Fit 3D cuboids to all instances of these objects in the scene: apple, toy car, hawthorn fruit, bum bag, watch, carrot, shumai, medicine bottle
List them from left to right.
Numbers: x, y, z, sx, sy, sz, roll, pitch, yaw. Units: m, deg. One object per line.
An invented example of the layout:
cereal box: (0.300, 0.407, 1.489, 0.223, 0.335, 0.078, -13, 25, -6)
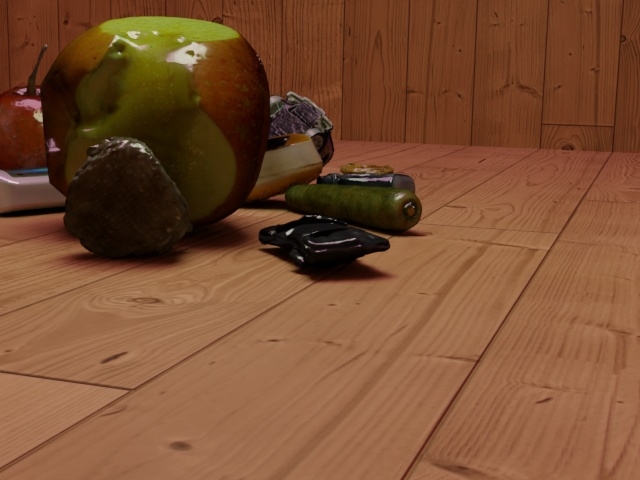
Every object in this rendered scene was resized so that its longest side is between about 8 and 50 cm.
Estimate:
medicine bottle: (-0.538, -0.089, 1.733, 0.219, 0.078, 0.115, -9, 16, -44)
hawthorn fruit: (-0.637, -0.228, 2.125, 0.235, 0.263, 0.231, -31, -3, -18)
shumai: (-0.252, -0.069, 1.352, 0.184, 0.184, 0.142, 2, 26, 6)
apple: (-0.264, -0.189, 1.527, 0.374, 0.374, 0.384, -3, -6, -21)
toy car: (-0.085, -0.194, 2.128, 0.235, 0.158, 0.172, -40, 54, -12)
bum bag: (0.000, 0.000, 1.337, 0.123, 0.060, 0.248, -4, 10, -21)
carrot: (0.044, -0.064, 1.703, 0.074, 0.074, 0.358, -6, 9, -35)
watch: (0.079, -0.103, 1.929, 0.193, 0.068, 0.206, 2, 6, 22)

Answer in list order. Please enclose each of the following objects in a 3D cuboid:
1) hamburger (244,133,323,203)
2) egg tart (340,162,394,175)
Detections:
hamburger: (-0.097, -0.135, 1.890, 0.210, 0.116, 0.173, -12, 16, 11)
egg tart: (0.109, -0.151, 2.238, 0.130, 0.052, 0.130, 0, 9, 0)
